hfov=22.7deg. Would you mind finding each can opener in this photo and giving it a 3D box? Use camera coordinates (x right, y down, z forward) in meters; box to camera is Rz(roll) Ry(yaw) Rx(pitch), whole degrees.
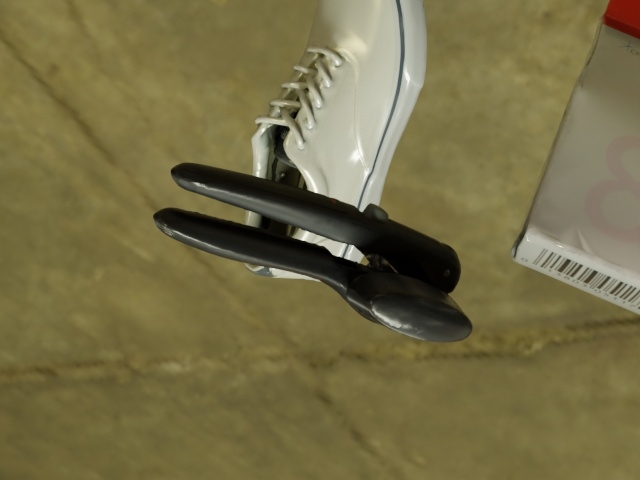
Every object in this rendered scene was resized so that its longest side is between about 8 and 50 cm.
[{"bbox_3d":[0.000,0.000,0.833,0.186,0.059,0.073,24,178,-26],"label":"can opener"}]

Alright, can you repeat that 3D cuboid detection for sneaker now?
[{"bbox_3d":[0.005,-0.086,1.102,0.094,0.091,0.258,25,114,40],"label":"sneaker"}]

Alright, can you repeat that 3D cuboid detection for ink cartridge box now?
[{"bbox_3d":[0.223,-0.060,0.822,0.189,0.232,0.066,22,165,2],"label":"ink cartridge box"}]
